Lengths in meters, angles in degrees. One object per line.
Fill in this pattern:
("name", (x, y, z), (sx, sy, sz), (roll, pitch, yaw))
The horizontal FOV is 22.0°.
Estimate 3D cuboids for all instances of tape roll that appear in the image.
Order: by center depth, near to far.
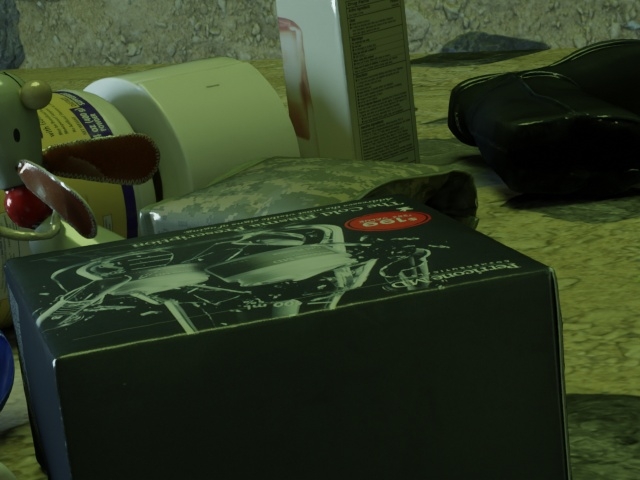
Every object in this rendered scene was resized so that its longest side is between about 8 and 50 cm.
("tape roll", (-0.163, -0.085, 1.932), (0.169, 0.246, 0.246), (-17, 16, -42))

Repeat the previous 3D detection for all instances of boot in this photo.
("boot", (0.386, -0.175, 2.274), (0.367, 0.146, 0.445), (-15, 10, -3))

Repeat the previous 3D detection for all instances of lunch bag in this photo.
("lunch bag", (0.000, 0.000, 1.651), (0.235, 0.169, 0.287), (2, 20, 34))

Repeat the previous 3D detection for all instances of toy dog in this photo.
("toy dog", (-0.181, -0.001, 1.425), (0.161, 0.334, 0.220), (-25, 30, 23))

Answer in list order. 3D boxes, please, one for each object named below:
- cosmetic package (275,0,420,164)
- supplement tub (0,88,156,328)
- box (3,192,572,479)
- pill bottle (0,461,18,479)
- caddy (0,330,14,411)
("cosmetic package", (0.039, -0.231, 2.356), (0.129, 0.296, 0.153), (7, 18, 42))
("supplement tub", (-0.368, -0.021, 1.753), (0.331, 0.241, 0.241), (-16, 16, -37))
("box", (-0.036, 0.098, 1.209), (0.343, 0.179, 0.312), (-10, 14, -15))
("pill bottle", (-0.298, 0.201, 0.985), (0.229, 0.131, 0.131), (-4, 13, 9))
("caddy", (-0.435, 0.105, 1.394), (0.341, 0.179, 0.241), (-7, 35, -7))
